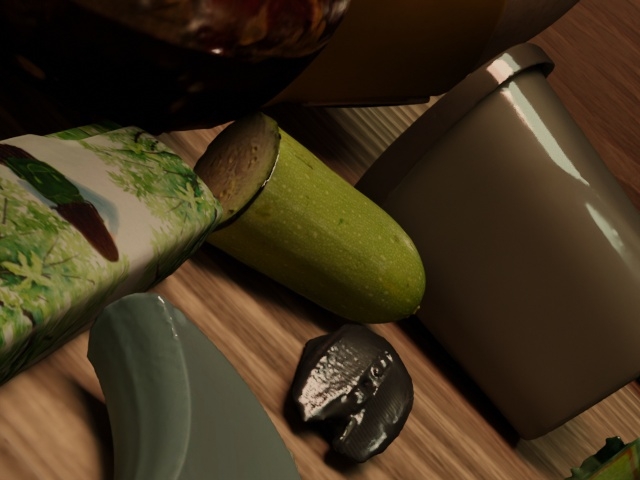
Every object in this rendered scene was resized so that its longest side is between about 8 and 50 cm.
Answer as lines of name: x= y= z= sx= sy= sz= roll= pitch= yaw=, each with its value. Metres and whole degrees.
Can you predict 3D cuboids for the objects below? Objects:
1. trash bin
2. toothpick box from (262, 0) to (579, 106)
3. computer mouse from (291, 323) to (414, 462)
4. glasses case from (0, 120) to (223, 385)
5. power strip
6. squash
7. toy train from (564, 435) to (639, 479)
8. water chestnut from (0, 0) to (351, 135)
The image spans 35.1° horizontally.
trash bin: x=0.166 y=0.006 z=0.833 sx=0.250 sy=0.219 sz=0.220 roll=53 pitch=22 yaw=6
toothpick box: x=0.051 y=-0.325 z=0.964 sx=0.409 sy=0.425 sz=0.409 roll=57 pitch=12 yaw=-19
computer mouse: x=0.024 y=0.087 z=0.623 sx=0.079 sy=0.047 sz=0.135 roll=44 pitch=21 yaw=2
glasses case: x=-0.135 y=0.000 z=0.460 sx=0.095 sy=0.062 sz=0.272 roll=45 pitch=19 yaw=1
power strip: x=-0.066 y=0.111 z=0.373 sx=0.167 sy=0.054 sz=0.253 roll=51 pitch=19 yaw=1
squash: x=0.000 y=0.000 z=0.698 sx=0.188 sy=0.095 sz=0.095 roll=36 pitch=20 yaw=-35
toy train: x=0.297 y=0.228 z=0.669 sx=0.272 sy=0.188 sz=0.159 roll=45 pitch=20 yaw=-6
water chestnut: x=-0.109 y=-0.221 z=0.612 sx=0.300 sy=0.300 sz=0.300 roll=38 pitch=20 yaw=-17
